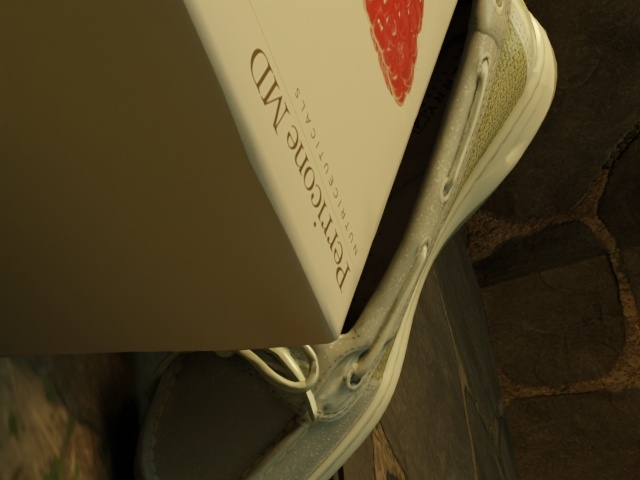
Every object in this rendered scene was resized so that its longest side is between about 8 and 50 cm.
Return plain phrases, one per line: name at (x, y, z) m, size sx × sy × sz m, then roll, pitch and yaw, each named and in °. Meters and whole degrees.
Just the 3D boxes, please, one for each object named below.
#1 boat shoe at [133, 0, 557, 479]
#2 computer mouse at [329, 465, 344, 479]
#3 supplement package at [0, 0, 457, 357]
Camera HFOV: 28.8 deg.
boat shoe at (0.003, 0.000, 0.611) m, size 0.118 × 0.320 × 0.103 m, roll 33°, pitch -5°, yaw 30°
computer mouse at (-0.015, 0.167, 0.813) m, size 0.184 × 0.060 × 0.262 m, roll -84°, pitch 168°, yaw -74°
supplement package at (-0.059, -0.118, 0.467) m, size 0.293 × 0.175 × 0.178 m, roll -68°, pitch 145°, yaw -45°
